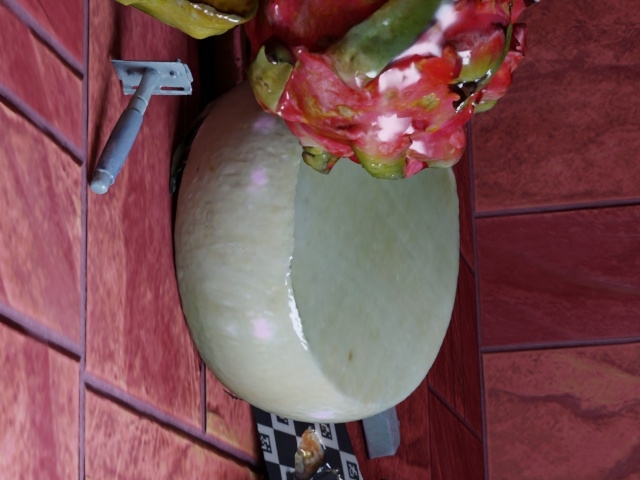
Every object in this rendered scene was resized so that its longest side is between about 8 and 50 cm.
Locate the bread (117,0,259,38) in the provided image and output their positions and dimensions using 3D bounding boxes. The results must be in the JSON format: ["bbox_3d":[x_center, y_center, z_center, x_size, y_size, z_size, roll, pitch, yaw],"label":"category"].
[{"bbox_3d":[-0.122,-0.255,1.423,0.233,0.161,0.088,-88,-168,-45],"label":"bread"}]

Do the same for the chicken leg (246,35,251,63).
[{"bbox_3d":[-0.030,-0.173,1.840,0.089,0.048,0.219,-24,75,-44],"label":"chicken leg"}]

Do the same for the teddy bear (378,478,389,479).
[{"bbox_3d":[0.073,0.450,2.010,0.357,0.225,0.367,70,4,-46],"label":"teddy bear"}]

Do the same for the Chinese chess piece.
[{"bbox_3d":[0.000,0.000,1.687,0.349,0.146,0.349,0,90,-58],"label":"Chinese chess piece"}]

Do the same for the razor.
[{"bbox_3d":[-0.156,-0.091,1.419,0.040,0.068,0.135,70,31,-45],"label":"razor"}]

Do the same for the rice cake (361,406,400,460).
[{"bbox_3d":[0.066,0.158,2.333,0.081,0.051,0.290,-59,144,-55],"label":"rice cake"}]

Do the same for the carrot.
[{"bbox_3d":[-0.095,-0.164,1.738,0.048,0.048,0.139,-3,91,-78],"label":"carrot"}]

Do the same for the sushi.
[{"bbox_3d":[-0.015,0.267,1.849,0.193,0.040,0.210,14,55,-56],"label":"sushi"}]

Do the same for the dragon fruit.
[{"bbox_3d":[0.062,-0.181,1.438,0.303,0.237,0.231,-40,-144,49],"label":"dragon fruit"}]
